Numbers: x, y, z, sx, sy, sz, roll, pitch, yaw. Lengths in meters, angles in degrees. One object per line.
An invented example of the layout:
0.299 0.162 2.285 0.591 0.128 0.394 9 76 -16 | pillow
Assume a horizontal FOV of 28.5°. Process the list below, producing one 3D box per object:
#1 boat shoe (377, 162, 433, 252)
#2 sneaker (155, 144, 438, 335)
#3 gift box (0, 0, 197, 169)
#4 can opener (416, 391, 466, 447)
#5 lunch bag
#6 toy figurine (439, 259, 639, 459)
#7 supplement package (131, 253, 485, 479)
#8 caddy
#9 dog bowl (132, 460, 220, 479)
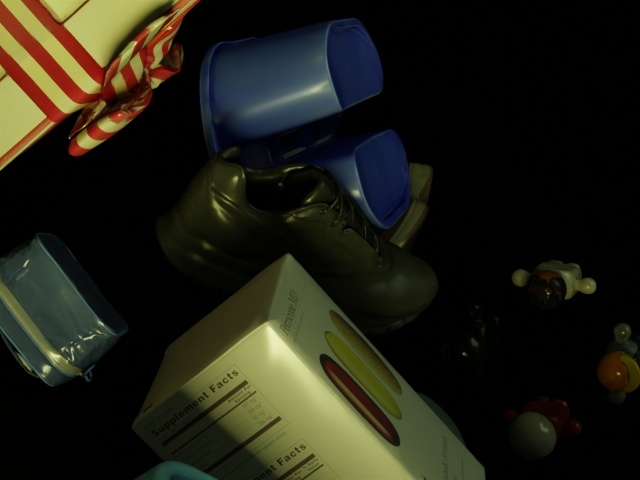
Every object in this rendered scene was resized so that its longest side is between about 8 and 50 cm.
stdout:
0.061 -0.030 1.554 0.123 0.123 0.342 21 25 1 | boat shoe
0.000 0.000 1.151 0.286 0.130 0.109 16 33 -30 | sneaker
-0.202 -0.214 0.952 0.258 0.276 0.255 50 22 -12 | gift box
0.047 0.133 1.205 0.280 0.093 0.074 54 17 21 | can opener
-0.177 0.050 0.826 0.098 0.065 0.067 52 2 4 | lunch bag
0.280 0.142 1.571 0.213 0.209 0.148 53 23 6 | toy figurine
-0.001 0.156 0.946 0.244 0.134 0.139 48 17 -13 | supplement package
-0.027 -0.105 1.342 0.341 0.179 0.241 -39 115 -73 | caddy
-0.033 0.223 0.747 0.166 0.074 0.297 49 5 40 | dog bowl
